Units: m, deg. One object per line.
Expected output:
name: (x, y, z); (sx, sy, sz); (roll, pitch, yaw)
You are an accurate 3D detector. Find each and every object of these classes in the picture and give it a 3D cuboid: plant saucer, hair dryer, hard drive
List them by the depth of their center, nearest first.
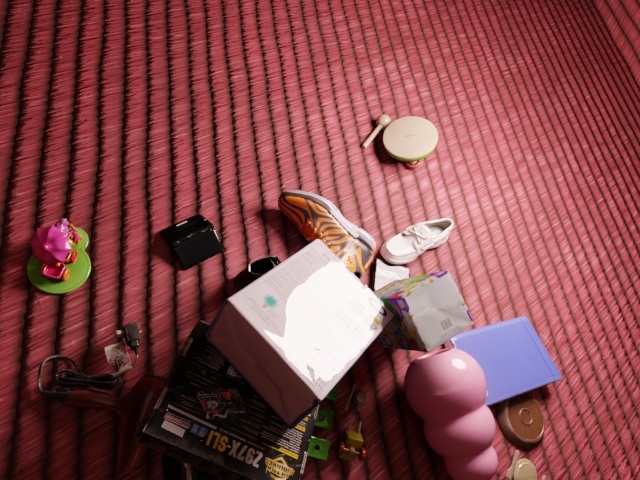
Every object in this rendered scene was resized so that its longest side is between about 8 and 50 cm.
hair dryer: (-0.434, 0.341, 0.997); (0.223, 0.080, 0.294); (-26, 70, -15)
plant saucer: (0.580, 0.506, 1.356); (0.168, 0.029, 0.169); (9, 62, -18)
hard drive: (0.537, 0.350, 1.397); (0.318, 0.040, 0.210); (-7, 60, -26)

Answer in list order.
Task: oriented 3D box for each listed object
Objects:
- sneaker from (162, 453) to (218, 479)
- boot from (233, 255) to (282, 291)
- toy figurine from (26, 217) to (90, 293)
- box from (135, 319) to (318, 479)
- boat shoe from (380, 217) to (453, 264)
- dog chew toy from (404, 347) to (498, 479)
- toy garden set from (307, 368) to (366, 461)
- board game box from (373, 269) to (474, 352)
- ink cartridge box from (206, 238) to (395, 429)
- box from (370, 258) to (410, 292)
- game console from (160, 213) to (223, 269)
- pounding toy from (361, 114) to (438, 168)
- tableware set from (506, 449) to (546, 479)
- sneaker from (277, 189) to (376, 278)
sneaker: (-0.258, 0.503, 0.984); (0.097, 0.084, 0.235); (6, 60, -48)
boot: (-0.107, 0.091, 1.230); (0.219, 0.106, 0.082); (-5, 66, -25)
toy figurine: (-0.570, 0.010, 1.041); (0.130, 0.159, 0.173); (19, 58, -14)
box: (-0.168, 0.347, 0.980); (0.322, 0.079, 0.257); (29, 46, -11)
boat shoe: (0.300, -0.012, 1.458); (0.277, 0.096, 0.098); (-23, 63, -33)
dog chew toy: (0.341, 0.446, 1.191); (0.206, 0.206, 0.332); (-12, 78, -28)
toy garden set: (0.022, 0.407, 1.159); (0.203, 0.049, 0.244); (20, 57, -11)
board game box: (0.226, 0.179, 1.199); (0.144, 0.275, 0.142); (-26, 89, -20)
ink cartridge box: (-0.015, 0.174, 1.072); (0.270, 0.151, 0.395); (45, 41, 9)
box: (0.203, 0.142, 1.384); (0.116, 0.029, 0.162); (17, 58, -15)
game console: (-0.335, 0.001, 1.236); (0.122, 0.071, 0.107); (-30, 49, -33)
pounding toy: (0.284, -0.328, 1.637); (0.236, 0.110, 0.183); (19, 66, 21)
tableware set: (0.505, 0.664, 1.237); (0.128, 0.039, 0.194); (44, 61, -11)
sneaker: (0.000, 0.000, 1.313); (0.321, 0.124, 0.180); (32, 55, -5)
